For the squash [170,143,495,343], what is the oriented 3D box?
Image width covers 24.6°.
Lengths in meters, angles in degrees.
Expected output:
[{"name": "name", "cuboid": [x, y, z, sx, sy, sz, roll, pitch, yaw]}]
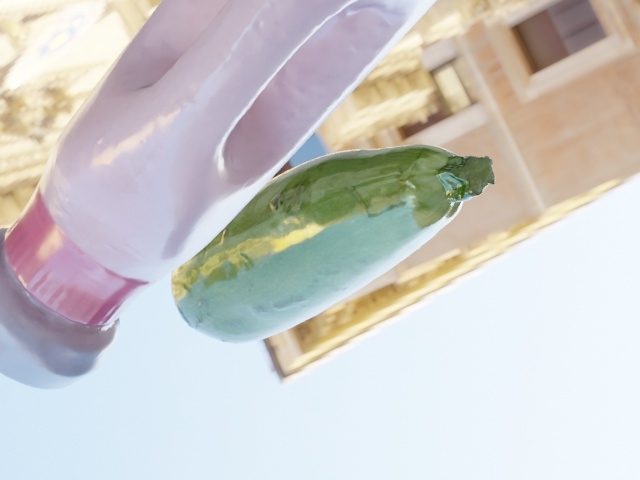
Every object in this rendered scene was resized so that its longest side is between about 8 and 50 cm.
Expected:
[{"name": "squash", "cuboid": [-0.006, -0.004, 1.154, 0.118, 0.371, 0.118, 13, -114, -30]}]

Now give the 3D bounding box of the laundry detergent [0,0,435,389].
[{"name": "laundry detergent", "cuboid": [-0.037, -0.069, 0.612, 0.088, 0.335, 0.159, 42, -158, -3]}]
